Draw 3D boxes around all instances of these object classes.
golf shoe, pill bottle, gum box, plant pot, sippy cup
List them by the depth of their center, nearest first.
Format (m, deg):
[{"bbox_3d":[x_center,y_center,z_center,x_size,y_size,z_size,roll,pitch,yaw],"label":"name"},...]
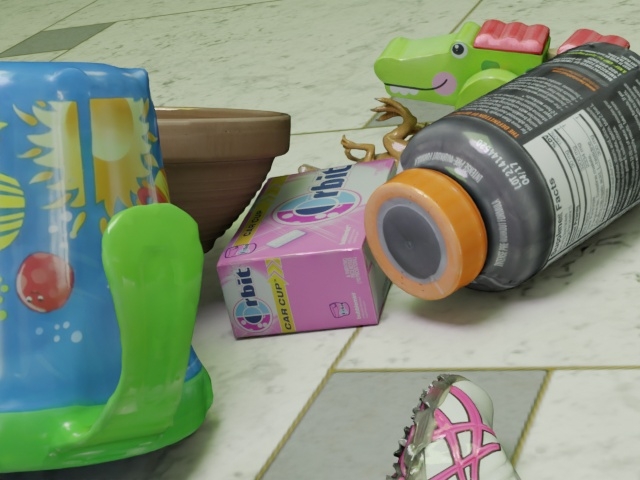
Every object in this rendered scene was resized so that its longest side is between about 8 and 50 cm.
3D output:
[{"bbox_3d":[0.071,0.133,0.682,0.086,0.067,0.186,19,27,6],"label":"golf shoe"},{"bbox_3d":[-0.185,0.003,0.830,0.306,0.224,0.240,3,8,17],"label":"sippy cup"},{"bbox_3d":[0.143,-0.046,0.977,0.246,0.130,0.130,-29,27,-37],"label":"pill bottle"},{"bbox_3d":[0.000,0.000,1.035,0.107,0.062,0.188,-7,22,14],"label":"gum box"},{"bbox_3d":[-0.141,-0.045,1.040,0.237,0.109,0.237,0,7,0],"label":"plant pot"}]

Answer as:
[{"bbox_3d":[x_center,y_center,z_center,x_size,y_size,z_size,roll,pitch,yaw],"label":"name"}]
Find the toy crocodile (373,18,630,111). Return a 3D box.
[{"bbox_3d":[0.213,-0.133,1.135,0.341,0.105,0.115,13,28,16],"label":"toy crocodile"}]

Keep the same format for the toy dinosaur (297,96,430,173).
[{"bbox_3d":[0.088,-0.072,1.200,0.212,0.064,0.112,-11,48,8],"label":"toy dinosaur"}]
